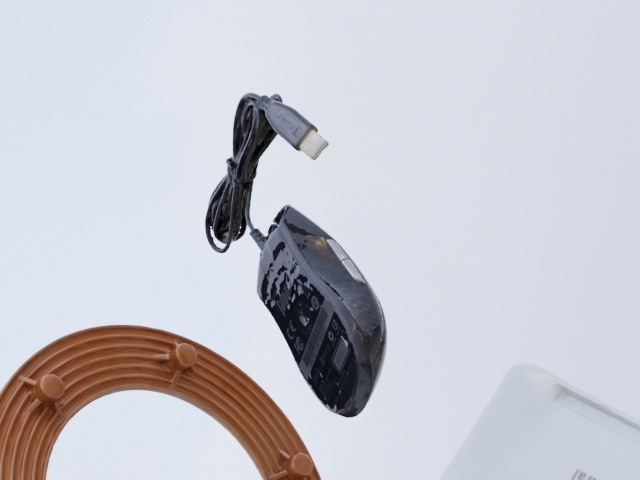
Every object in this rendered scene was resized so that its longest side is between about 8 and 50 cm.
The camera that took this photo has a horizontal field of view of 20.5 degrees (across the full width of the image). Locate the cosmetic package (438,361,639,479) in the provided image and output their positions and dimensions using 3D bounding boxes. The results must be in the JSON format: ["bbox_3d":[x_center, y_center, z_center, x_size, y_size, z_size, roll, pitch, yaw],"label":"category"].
[{"bbox_3d":[0.225,0.335,1.039,0.327,0.329,0.393,-57,-39,-11],"label":"cosmetic package"}]

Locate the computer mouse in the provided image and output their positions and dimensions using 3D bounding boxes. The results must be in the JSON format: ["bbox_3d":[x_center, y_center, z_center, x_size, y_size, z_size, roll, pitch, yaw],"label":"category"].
[{"bbox_3d":[0.000,0.000,1.397,0.060,0.262,0.184,-10,-45,-31],"label":"computer mouse"}]

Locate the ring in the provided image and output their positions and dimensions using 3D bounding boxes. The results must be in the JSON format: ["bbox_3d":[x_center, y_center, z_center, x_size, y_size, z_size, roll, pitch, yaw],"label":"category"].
[{"bbox_3d":[-0.119,0.216,1.425,0.336,0.336,0.032,-4,-24,-40],"label":"ring"}]
